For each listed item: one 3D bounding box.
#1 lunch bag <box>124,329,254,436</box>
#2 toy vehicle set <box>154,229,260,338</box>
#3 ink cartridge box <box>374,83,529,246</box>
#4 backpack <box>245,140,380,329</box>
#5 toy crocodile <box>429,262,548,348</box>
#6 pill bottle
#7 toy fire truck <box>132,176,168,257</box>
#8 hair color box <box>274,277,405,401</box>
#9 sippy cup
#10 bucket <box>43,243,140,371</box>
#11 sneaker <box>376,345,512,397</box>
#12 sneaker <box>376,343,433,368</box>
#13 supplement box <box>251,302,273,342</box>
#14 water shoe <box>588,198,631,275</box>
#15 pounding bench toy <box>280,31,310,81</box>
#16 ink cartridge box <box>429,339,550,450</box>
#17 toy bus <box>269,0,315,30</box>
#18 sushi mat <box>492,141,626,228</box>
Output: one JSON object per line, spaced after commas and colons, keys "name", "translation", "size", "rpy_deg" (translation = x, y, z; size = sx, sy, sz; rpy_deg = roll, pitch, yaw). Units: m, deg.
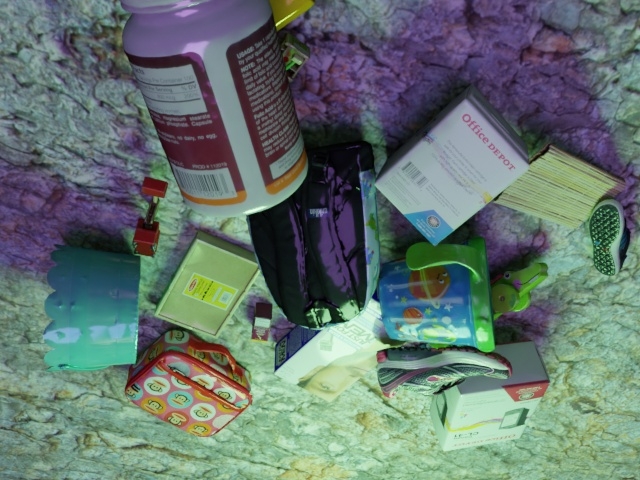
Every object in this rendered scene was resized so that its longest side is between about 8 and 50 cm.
{"name": "lunch bag", "translation": [-0.320, 0.359, 1.694], "size": [0.293, 0.120, 0.258], "rpy_deg": [37, 114, -26]}
{"name": "toy vehicle set", "translation": [-0.263, 0.109, 1.550], "size": [0.165, 0.035, 0.267], "rpy_deg": [24, 123, -17]}
{"name": "ink cartridge box", "translation": [0.252, -0.147, 1.255], "size": [0.171, 0.168, 0.232], "rpy_deg": [46, 116, -6]}
{"name": "backpack", "translation": [0.000, 0.000, 1.336], "size": [0.290, 0.273, 0.356], "rpy_deg": [-10, 92, 14]}
{"name": "toy crocodile", "translation": [0.388, 0.156, 1.552], "size": [0.115, 0.105, 0.340], "rpy_deg": [-2, 142, -52]}
{"name": "pill bottle", "translation": [-0.163, -0.251, 1.002], "size": [0.223, 0.224, 0.392], "rpy_deg": [-9, 127, 6]}
{"name": "toy fire truck", "translation": [-0.359, -0.046, 1.395], "size": [0.047, 0.135, 0.192], "rpy_deg": [12, 165, -10]}
{"name": "hair color box", "translation": [0.060, 0.235, 1.603], "size": [0.185, 0.110, 0.339], "rpy_deg": [32, 122, -23]}
{"name": "sippy cup", "translation": [0.244, 0.119, 1.392], "size": [0.223, 0.240, 0.306], "rpy_deg": [-6, 109, 16]}
{"name": "bucket", "translation": [-0.490, 0.148, 1.434], "size": [0.183, 0.281, 0.281], "rpy_deg": [4, 127, -17]}
{"name": "sneaker", "translation": [0.276, 0.294, 1.485], "size": [0.299, 0.121, 0.112], "rpy_deg": [-4, 83, 18]}
{"name": "sneaker", "translation": [0.234, 0.315, 1.678], "size": [0.190, 0.083, 0.071], "rpy_deg": [-16, 127, 13]}
{"name": "supplement box", "translation": [-0.143, 0.200, 1.607], "size": [0.043, 0.055, 0.083], "rpy_deg": [9, 125, -6]}
{"name": "water shoe", "translation": [0.634, -0.018, 1.443], "size": [0.073, 0.080, 0.203], "rpy_deg": [24, 142, 39]}
{"name": "pounding bench toy", "translation": [-0.059, -0.324, 1.198], "size": [0.052, 0.083, 0.065], "rpy_deg": [31, 120, -22]}
{"name": "ink cartridge box", "translation": [0.413, 0.391, 1.653], "size": [0.226, 0.131, 0.306], "rpy_deg": [-7, 138, -6]}
{"name": "toy bus", "translation": [-0.117, -0.400, 1.111], "size": [0.332, 0.130, 0.108], "rpy_deg": [-29, 122, 20]}
{"name": "sushi mat", "translation": [0.486, -0.100, 1.330], "size": [0.316, 0.019, 0.151], "rpy_deg": [12, 132, -40]}
